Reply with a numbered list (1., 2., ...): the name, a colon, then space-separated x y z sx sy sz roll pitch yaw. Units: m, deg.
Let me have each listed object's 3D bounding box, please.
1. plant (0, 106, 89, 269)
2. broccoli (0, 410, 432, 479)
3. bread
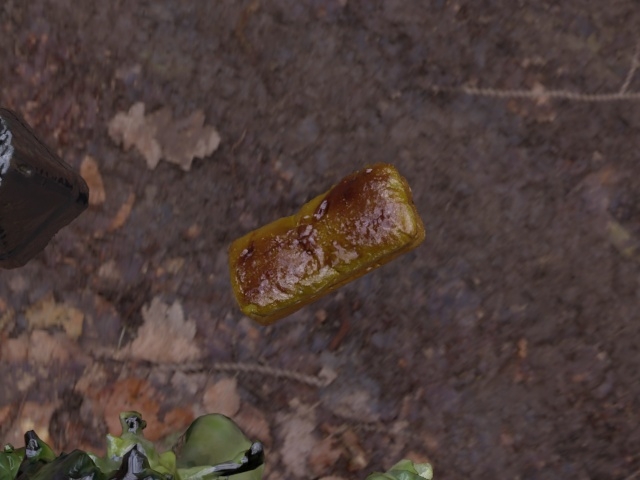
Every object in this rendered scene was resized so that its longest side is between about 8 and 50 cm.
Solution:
1. plant: -0.360 -0.064 1.486 0.164 0.256 0.142 43 86 13
2. broccoli: -0.070 0.163 0.687 0.263 0.243 0.247 -43 102 14
3. bread: 0.001 0.000 1.744 0.271 0.077 0.139 -27 61 18
